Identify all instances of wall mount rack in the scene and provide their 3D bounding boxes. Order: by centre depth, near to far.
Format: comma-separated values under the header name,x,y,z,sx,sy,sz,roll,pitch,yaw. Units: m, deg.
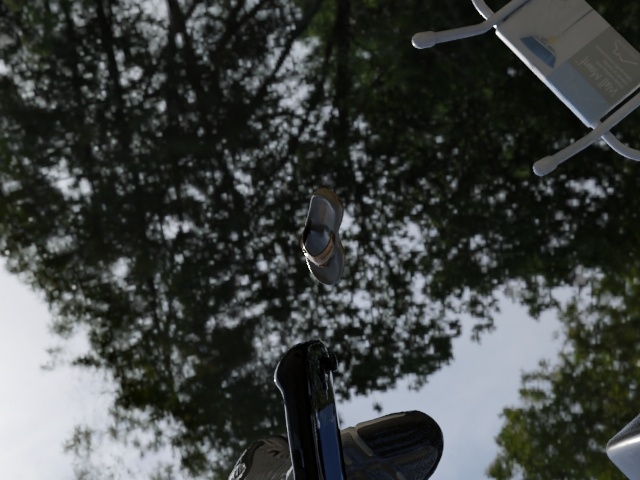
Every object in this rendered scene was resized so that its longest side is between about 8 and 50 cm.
name,x,y,z,sx,sy,sz,roll,pitch,yaw
wall mount rack,0.287,-0.225,1.031,0.304,0.130,0.350,-38,-103,-11

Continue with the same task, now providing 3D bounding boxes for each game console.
name,x,y,z,sx,sy,sz,roll,pitch,yaw
game console,0.013,0.245,0.549,0.044,0.361,0.213,-9,174,0

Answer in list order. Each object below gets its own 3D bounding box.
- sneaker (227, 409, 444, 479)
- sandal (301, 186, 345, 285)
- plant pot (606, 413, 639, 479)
name,x,y,z,sx,sy,sz,roll,pitch,yaw
sneaker,-0.008,0.194,0.749,0.229,0.086,0.132,-32,-160,4
sandal,0.000,0.000,1.336,0.072,0.180,0.049,23,-136,23
plant pot,0.351,0.154,0.624,0.187,0.167,0.188,-40,-113,-4
